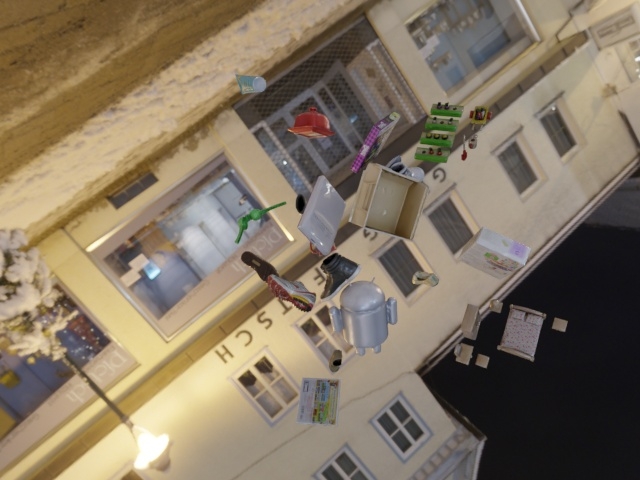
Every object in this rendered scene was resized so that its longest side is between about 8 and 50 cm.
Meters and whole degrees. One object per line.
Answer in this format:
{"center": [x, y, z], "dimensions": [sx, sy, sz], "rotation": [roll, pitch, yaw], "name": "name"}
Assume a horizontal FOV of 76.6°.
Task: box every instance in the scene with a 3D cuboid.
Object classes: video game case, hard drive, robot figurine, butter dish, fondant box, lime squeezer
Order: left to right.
{"center": [-0.281, -0.094, 1.714], "dimensions": [0.110, 0.058, 0.310], "rotation": [-3, -148, 47], "name": "lime squeezer"}
{"center": [-0.035, -0.505, 1.716], "dimensions": [0.160, 0.118, 0.160], "rotation": [6, -177, 40], "name": "butter dish"}
{"center": [-0.007, 0.814, 2.054], "dimensions": [0.207, 0.026, 0.226], "rotation": [-3, -127, 14], "name": "video game case"}
{"center": [0.013, -0.118, 1.873], "dimensions": [0.040, 0.210, 0.318], "rotation": [-13, -137, 37], "name": "hard drive"}
{"center": [0.189, 0.326, 1.775], "dimensions": [0.300, 0.353, 0.199], "rotation": [-9, -162, -5], "name": "robot figurine"}
{"center": [0.234, -0.420, 1.732], "dimensions": [0.210, 0.042, 0.232], "rotation": [-43, 168, -43], "name": "video game case"}
{"center": [0.854, 0.071, 2.019], "dimensions": [0.096, 0.238, 0.330], "rotation": [-61, 168, -12], "name": "fondant box"}

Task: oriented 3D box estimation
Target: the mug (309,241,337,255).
{"center": [0.009, -0.003, 2.388], "dimensions": [0.113, 0.169, 0.150], "rotation": [-21, 178, 35], "name": "mug"}

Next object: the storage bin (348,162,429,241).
{"center": [0.283, -0.155, 1.658], "dimensions": [0.123, 0.263, 0.260], "rotation": [26, -80, 59], "name": "storage bin"}

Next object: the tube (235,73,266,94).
{"center": [-0.270, -0.591, 1.531], "dimensions": [0.052, 0.080, 0.207], "rotation": [-26, -150, -22], "name": "tube"}

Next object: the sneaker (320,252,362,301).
{"center": [0.047, 0.158, 1.820], "dimensions": [0.295, 0.147, 0.104], "rotation": [-49, -174, 40], "name": "sneaker"}

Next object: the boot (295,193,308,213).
{"center": [-0.076, -0.132, 2.126], "dimensions": [0.076, 0.189, 0.208], "rotation": [-11, 173, 2], "name": "boot"}

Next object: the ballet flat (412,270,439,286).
{"center": [0.595, 0.212, 2.354], "dimensions": [0.086, 0.086, 0.248], "rotation": [-41, -168, -16], "name": "ballet flat"}

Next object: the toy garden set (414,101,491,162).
{"center": [0.448, -0.370, 1.360], "dimensions": [0.204, 0.049, 0.244], "rotation": [13, -114, 23], "name": "toy garden set"}

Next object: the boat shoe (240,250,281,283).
{"center": [-0.297, 0.144, 2.124], "dimensions": [0.095, 0.257, 0.095], "rotation": [-50, 164, 2], "name": "boat shoe"}

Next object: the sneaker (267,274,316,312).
{"center": [-0.120, 0.208, 1.683], "dimensions": [0.092, 0.225, 0.088], "rotation": [-55, 175, -43], "name": "sneaker"}

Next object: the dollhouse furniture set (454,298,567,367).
{"center": [0.757, 0.393, 1.621], "dimensions": [0.356, 0.174, 0.303], "rotation": [14, -107, 31], "name": "dollhouse furniture set"}

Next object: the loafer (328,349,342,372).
{"center": [0.070, 0.573, 1.897], "dimensions": [0.056, 0.147, 0.050], "rotation": [2, -145, -6], "name": "loafer"}

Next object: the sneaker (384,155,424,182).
{"center": [0.451, -0.354, 2.178], "dimensions": [0.366, 0.137, 0.210], "rotation": [-23, 160, -27], "name": "sneaker"}
